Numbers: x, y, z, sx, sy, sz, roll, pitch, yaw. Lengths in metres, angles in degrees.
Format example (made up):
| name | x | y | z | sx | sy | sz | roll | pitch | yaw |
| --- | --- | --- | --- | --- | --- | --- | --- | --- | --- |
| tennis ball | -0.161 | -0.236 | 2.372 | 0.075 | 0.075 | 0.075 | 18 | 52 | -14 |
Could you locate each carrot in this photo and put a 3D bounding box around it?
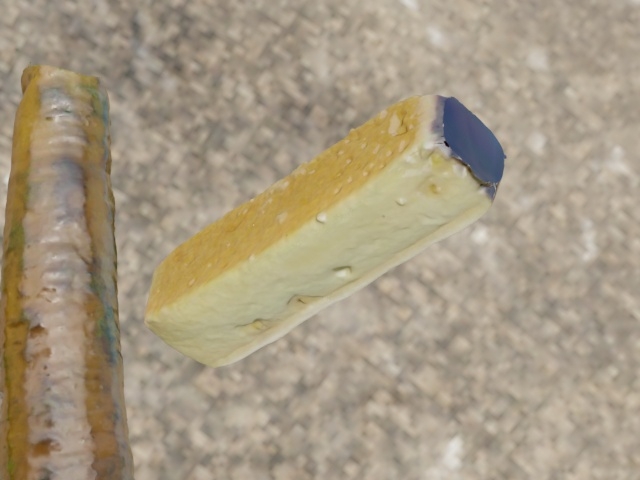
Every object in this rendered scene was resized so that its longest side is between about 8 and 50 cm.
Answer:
| name | x | y | z | sx | sy | sz | roll | pitch | yaw |
| --- | --- | --- | --- | --- | --- | --- | --- | --- | --- |
| carrot | -0.076 | 0.026 | 0.521 | 0.042 | 0.042 | 0.170 | 11 | 67 | -35 |

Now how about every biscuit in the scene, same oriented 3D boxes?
| name | x | y | z | sx | sy | sz | roll | pitch | yaw |
| --- | --- | --- | --- | --- | --- | --- | --- | --- | --- |
| biscuit | 0.000 | 0.000 | 0.799 | 0.056 | 0.188 | 0.052 | 38 | 37 | -30 |
